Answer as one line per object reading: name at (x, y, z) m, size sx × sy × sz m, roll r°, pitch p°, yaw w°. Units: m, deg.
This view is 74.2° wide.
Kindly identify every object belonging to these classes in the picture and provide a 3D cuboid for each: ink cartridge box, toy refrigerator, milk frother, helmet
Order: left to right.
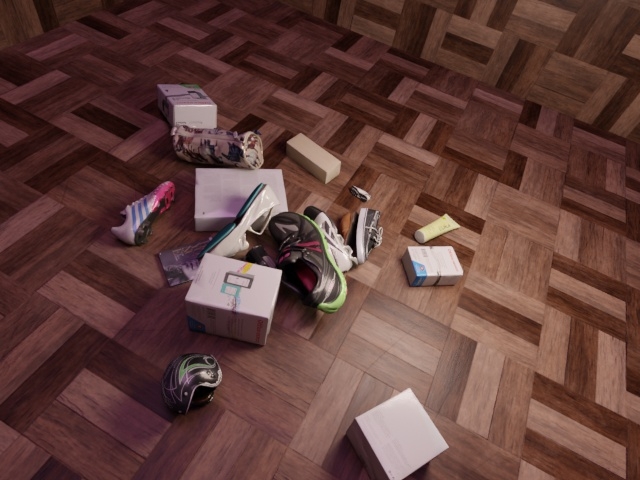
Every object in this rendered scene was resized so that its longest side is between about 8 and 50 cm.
ink cartridge box at (-0.650, -0.654, 2.061) m, size 0.210 × 0.122 × 0.289 m, roll -12°, pitch 42°, yaw -31°
helmet at (-0.389, 0.421, 1.252) m, size 0.161 × 0.170 × 0.170 m, roll -7°, pitch 51°, yaw -37°
ink cartridge box at (-0.287, 0.201, 1.429) m, size 0.269 × 0.198 × 0.197 m, roll 13°, pitch 49°, yaw -2°
milk frother at (-0.246, 0.110, 1.593) m, size 0.143 × 0.129 × 0.135 m, roll -46°, pitch 63°, yaw 10°
toy refrigerator at (-0.037, -0.395, 2.044) m, size 0.269 × 0.094 × 0.102 m, roll 39°, pitch 61°, yaw 20°
ink cartridge box at (0.456, 0.105, 1.734) m, size 0.202 × 0.086 × 0.148 m, roll 1°, pitch 50°, yaw -12°

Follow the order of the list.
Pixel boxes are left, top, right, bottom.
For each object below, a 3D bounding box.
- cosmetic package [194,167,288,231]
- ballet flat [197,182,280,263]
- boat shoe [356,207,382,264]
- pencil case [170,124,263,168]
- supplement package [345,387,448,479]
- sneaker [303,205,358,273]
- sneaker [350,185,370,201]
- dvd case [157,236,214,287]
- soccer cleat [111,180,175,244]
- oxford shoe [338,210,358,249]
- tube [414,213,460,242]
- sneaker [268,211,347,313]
cosmetic package at (-0.338, -0.176, 1.796) m, size 0.376 × 0.098 × 0.285 m, roll -1°, pitch 50°, yaw -13°
ballet flat at (-0.295, -0.042, 1.620) m, size 0.139 × 0.139 × 0.400 m, roll 34°, pitch 75°, yaw 16°
boat shoe at (0.206, -0.020, 1.770) m, size 0.104 × 0.113 × 0.307 m, roll 3°, pitch 40°, yaw 9°
pencil case at (-0.456, -0.418, 1.864) m, size 0.409 × 0.184 × 0.160 m, roll 10°, pitch 60°, yaw 19°
supplement package at (0.218, 0.587, 1.246) m, size 0.202 × 0.149 × 0.194 m, roll -18°, pitch 57°, yaw -25°
sneaker at (0.000, 0.000, 1.702) m, size 0.146 × 0.123 × 0.331 m, roll -26°, pitch 64°, yaw -23°
sneaker at (0.188, -0.220, 1.985) m, size 0.109 × 0.040 × 0.043 m, roll 42°, pitch 39°, yaw 17°
dvd case at (-0.484, 0.078, 1.608) m, size 0.221 × 0.018 × 0.165 m, roll -18°, pitch 56°, yaw -24°
soccer cleat at (-0.697, -0.128, 1.669) m, size 0.143 × 0.116 × 0.332 m, roll 16°, pitch 50°, yaw 1°
oxford shoe at (0.110, -0.031, 1.801) m, size 0.075 × 0.076 × 0.213 m, roll -5°, pitch 48°, yaw 24°
tube at (0.523, -0.056, 1.903) m, size 0.240 × 0.062 × 0.070 m, roll -22°, pitch 99°, yaw -32°
sneaker at (-0.077, 0.053, 1.552) m, size 0.202 × 0.185 × 0.483 m, roll 11°, pitch 33°, yaw -44°
